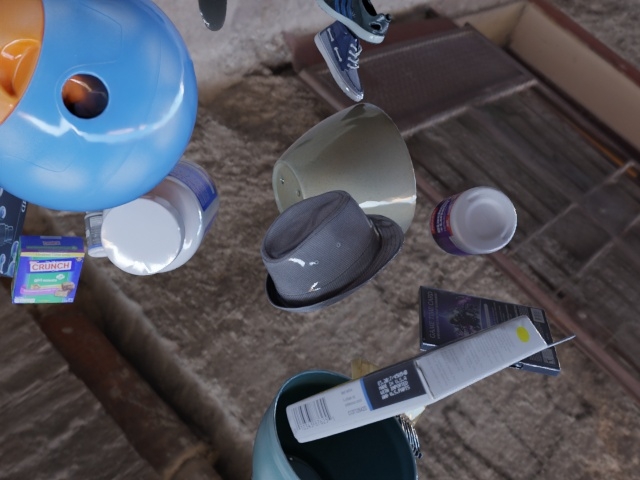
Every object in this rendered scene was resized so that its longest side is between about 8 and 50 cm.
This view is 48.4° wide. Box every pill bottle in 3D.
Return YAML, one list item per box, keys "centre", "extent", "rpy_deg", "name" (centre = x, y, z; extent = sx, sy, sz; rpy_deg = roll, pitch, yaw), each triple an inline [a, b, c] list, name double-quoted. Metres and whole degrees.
- centre: [0.248, -0.028, 1.211]
  extent: [0.108, 0.108, 0.193]
  rpy_deg: [-43, -178, -7]
  name: "pill bottle"
- centre: [-0.249, -0.038, 1.108]
  extent: [0.152, 0.152, 0.272]
  rpy_deg: [-48, -171, 11]
  name: "pill bottle"
- centre: [-0.572, -0.032, 1.854]
  extent: [0.078, 0.137, 0.078]
  rpy_deg: [-10, 167, -2]
  name: "pill bottle"

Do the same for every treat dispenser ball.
- centre: [-0.293, -0.178, 0.862]
  extent: [0.288, 0.288, 0.288]
  rpy_deg: [-41, 164, -14]
  name: "treat dispenser ball"

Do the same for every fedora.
- centre: [0.000, 0.000, 1.281]
  extent: [0.275, 0.244, 0.124]
  rpy_deg: [-34, 122, -3]
  name: "fedora"

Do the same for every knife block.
- centre: [0.127, 0.427, 1.653]
  extent: [0.242, 0.275, 0.088]
  rpy_deg: [-54, 129, -14]
  name: "knife block"

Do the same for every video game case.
- centre: [0.338, 0.180, 1.458]
  extent: [0.196, 0.274, 0.026]
  rpy_deg: [-79, 179, -58]
  name: "video game case"

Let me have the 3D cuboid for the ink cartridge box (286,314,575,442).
- centre: [0.154, 0.191, 1.023]
  extent: [0.307, 0.072, 0.303]
  rpy_deg: [-14, 165, -40]
  name: "ink cartridge box"

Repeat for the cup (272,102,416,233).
- centre: [0.029, -0.132, 1.642]
  extent: [0.237, 0.331, 0.331]
  rpy_deg: [-17, 153, -25]
  name: "cup"

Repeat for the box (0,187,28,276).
- centre: [-0.741, -0.107, 1.356]
  extent: [0.395, 0.212, 0.294]
  rpy_deg: [84, 13, -79]
  name: "box"

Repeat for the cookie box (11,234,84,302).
- centre: [-0.412, 0.044, 1.074]
  extent: [0.092, 0.040, 0.107]
  rpy_deg: [2, 131, -31]
  name: "cookie box"

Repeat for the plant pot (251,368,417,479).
- centre: [-0.005, 0.406, 1.266]
  extent: [0.196, 0.293, 0.293]
  rpy_deg: [-52, 164, 31]
  name: "plant pot"

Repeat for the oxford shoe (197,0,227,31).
- centre: [-0.290, -0.645, 1.826]
  extent: [0.076, 0.212, 0.076]
  rpy_deg: [-14, -164, -22]
  name: "oxford shoe"

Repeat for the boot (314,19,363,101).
- centre: [0.065, -0.426, 1.670]
  extent: [0.086, 0.190, 0.069]
  rpy_deg: [-33, 178, 32]
  name: "boot"

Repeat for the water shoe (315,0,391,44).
- centre: [0.075, -0.519, 1.582]
  extent: [0.073, 0.203, 0.080]
  rpy_deg: [-22, 149, -54]
  name: "water shoe"
